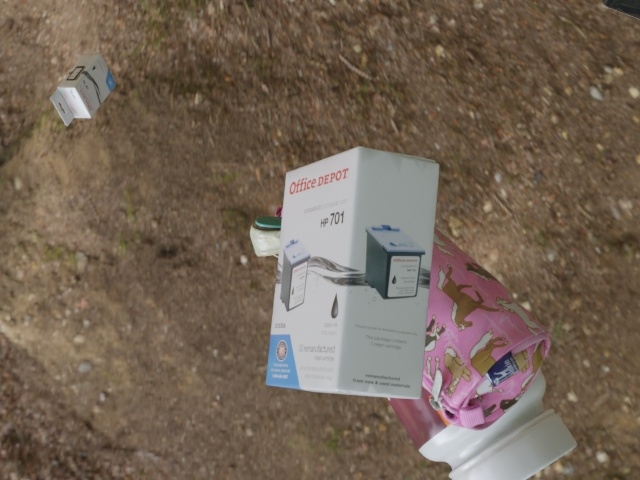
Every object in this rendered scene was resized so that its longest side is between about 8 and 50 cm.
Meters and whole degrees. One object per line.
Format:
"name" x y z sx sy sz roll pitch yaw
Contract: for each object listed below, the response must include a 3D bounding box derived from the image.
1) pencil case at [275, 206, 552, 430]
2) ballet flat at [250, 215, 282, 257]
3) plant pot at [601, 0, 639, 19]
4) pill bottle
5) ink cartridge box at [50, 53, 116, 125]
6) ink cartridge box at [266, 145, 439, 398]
"pencil case" 0.110 0.061 1.247 0.167 0.386 0.160 2 127 -55
"ballet flat" 0.000 0.000 1.152 0.168 0.057 0.052 3 109 14
"plant pot" 0.455 -0.353 1.098 0.187 0.188 0.167 22 160 6
"pill bottle" 0.201 0.195 1.495 0.224 0.224 0.392 -37 72 14
"ink cartridge box" -0.287 -0.182 1.180 0.028 0.083 0.048 4 138 26
"ink cartridge box" 0.024 0.030 0.805 0.082 0.139 0.191 8 81 -26
